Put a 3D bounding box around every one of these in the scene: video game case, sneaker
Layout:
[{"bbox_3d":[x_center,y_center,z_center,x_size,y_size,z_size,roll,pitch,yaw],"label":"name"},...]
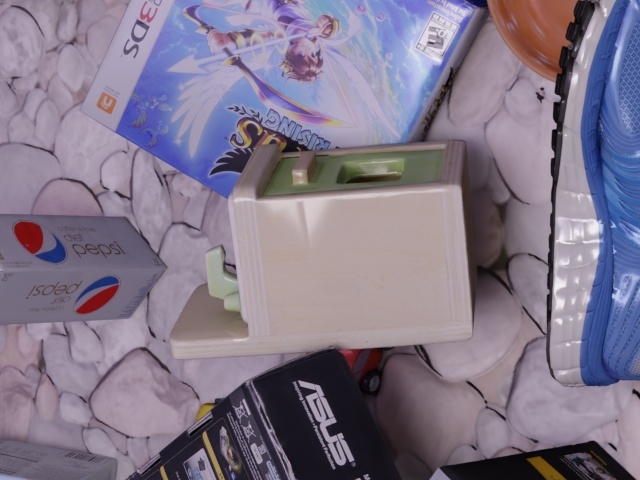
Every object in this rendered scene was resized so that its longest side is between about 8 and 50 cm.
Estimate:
[{"bbox_3d":[-0.033,-0.150,1.522,0.269,0.061,0.244,30,108,11],"label":"video game case"},{"bbox_3d":[0.242,-0.052,1.347,0.147,0.130,0.330,2,107,5],"label":"sneaker"}]

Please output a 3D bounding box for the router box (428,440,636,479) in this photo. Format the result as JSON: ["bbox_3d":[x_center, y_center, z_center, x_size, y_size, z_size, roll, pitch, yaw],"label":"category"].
[{"bbox_3d":[0.224,0.276,1.281,0.309,0.243,0.081,44,112,27],"label":"router box"}]

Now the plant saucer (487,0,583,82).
[{"bbox_3d":[0.220,-0.214,1.414,0.200,0.037,0.200,-1,88,34],"label":"plant saucer"}]

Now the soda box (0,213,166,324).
[{"bbox_3d":[-0.239,0.025,1.612,0.074,0.216,0.069,49,115,24],"label":"soda box"}]

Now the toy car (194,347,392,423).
[{"bbox_3d":[0.003,0.184,1.545,0.239,0.053,0.225,-39,69,28],"label":"toy car"}]

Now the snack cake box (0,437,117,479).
[{"bbox_3d":[-0.333,0.228,1.659,0.264,0.152,0.089,9,95,10],"label":"snack cake box"}]

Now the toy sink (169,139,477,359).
[{"bbox_3d":[0.000,0.000,1.423,0.234,0.153,0.131,-4,106,8],"label":"toy sink"}]

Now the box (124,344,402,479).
[{"bbox_3d":[-0.001,0.316,1.421,0.395,0.097,0.318,64,147,11],"label":"box"}]
